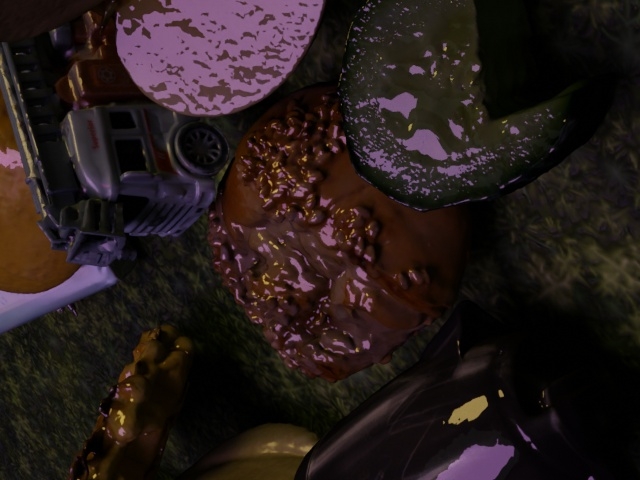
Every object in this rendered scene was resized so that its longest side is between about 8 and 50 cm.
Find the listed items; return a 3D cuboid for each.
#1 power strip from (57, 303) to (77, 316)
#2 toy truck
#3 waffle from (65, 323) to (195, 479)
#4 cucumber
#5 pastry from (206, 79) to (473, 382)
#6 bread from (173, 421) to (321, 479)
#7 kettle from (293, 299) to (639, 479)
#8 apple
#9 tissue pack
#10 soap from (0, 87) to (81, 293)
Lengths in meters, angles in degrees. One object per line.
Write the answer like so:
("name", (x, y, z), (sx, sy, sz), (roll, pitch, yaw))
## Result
("power strip", (-0.405, 0.014, 1.714), (0.227, 0.029, 0.080), (52, 142, 2))
("toy truck", (-0.209, -0.135, 1.146), (0.133, 0.184, 0.338), (-38, 62, 56))
("waffle", (-0.256, 0.283, 1.493), (0.095, 0.380, 0.382), (25, 158, -5))
("cucumber", (0.105, -0.116, 0.928), (0.191, 0.130, 0.191), (4, 101, 22))
("pastry", (0.000, 0.000, 1.126), (0.255, 0.162, 0.311), (55, 144, 14))
("bread", (-0.069, 0.371, 1.401), (0.237, 0.320, 0.320), (52, 145, -13))
("kettle", (0.160, 0.236, 1.090), (0.321, 0.228, 0.324), (59, 139, 18))
("apple", (-0.134, -0.263, 0.993), (0.258, 0.295, 0.233), (-47, 43, 35))
("tissue pack", (-0.383, 0.011, 1.555), (0.263, 0.089, 0.177), (-23, 103, 22))
("soap", (-0.368, -0.120, 1.377), (0.306, 0.115, 0.427), (24, 124, 0))
